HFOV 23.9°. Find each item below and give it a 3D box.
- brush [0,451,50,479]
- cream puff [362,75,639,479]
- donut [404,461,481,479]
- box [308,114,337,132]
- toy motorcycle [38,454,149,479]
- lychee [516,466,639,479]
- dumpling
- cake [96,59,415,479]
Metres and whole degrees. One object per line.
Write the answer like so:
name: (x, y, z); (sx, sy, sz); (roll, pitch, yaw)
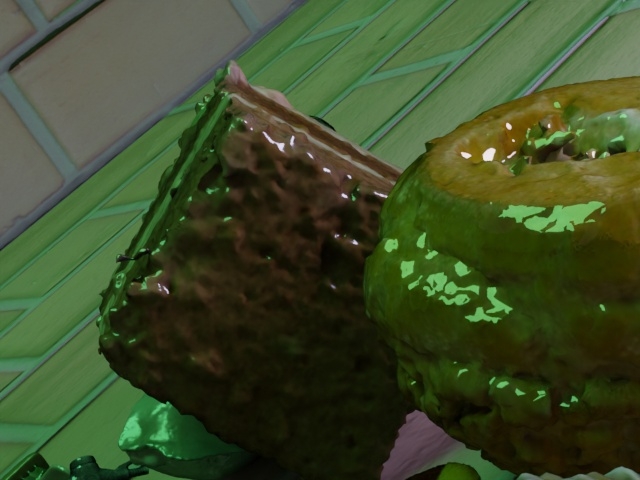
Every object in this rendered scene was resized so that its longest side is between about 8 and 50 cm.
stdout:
brush: (-0.378, 0.334, 1.570); (0.048, 0.054, 0.282); (15, 49, 44)
cream puff: (0.203, 0.029, 1.009); (0.343, 0.231, 0.327); (-28, 22, -35)
donut: (0.061, 0.217, 1.055); (0.140, 0.059, 0.140); (-32, 17, 11)
box: (0.000, 0.000, 1.536); (0.148, 0.195, 0.177); (-34, 16, 1)
toy motorcycle: (-0.271, 0.283, 1.398); (0.263, 0.091, 0.157); (-41, -5, -47)
lychee: (0.115, 0.209, 0.638); (0.274, 0.255, 0.255); (-32, 15, -20)
dumpling: (-0.083, 0.174, 1.411); (0.217, 0.149, 0.105); (-25, -35, -61)
cake: (-0.023, 0.025, 1.289); (0.255, 0.282, 0.290); (-58, 9, 14)
